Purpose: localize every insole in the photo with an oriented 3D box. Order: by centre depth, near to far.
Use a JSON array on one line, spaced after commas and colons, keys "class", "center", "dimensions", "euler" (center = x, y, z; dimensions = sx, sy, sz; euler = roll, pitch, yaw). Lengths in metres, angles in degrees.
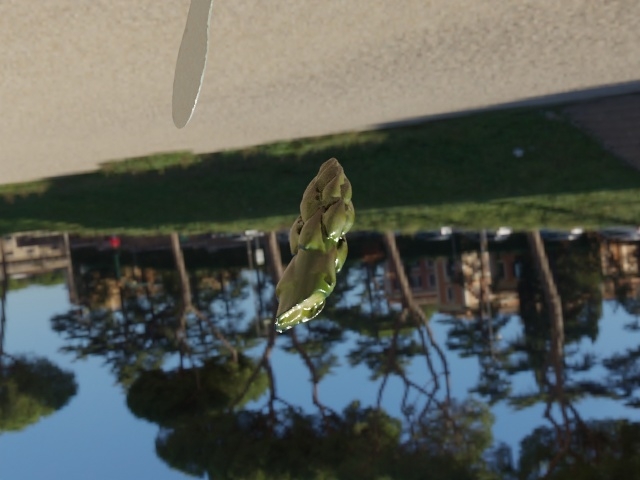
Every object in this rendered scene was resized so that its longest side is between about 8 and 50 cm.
[{"class": "insole", "center": [-0.120, -0.203, 0.887], "dimensions": [0.004, 0.197, 0.065], "euler": [12, 173, -33]}]

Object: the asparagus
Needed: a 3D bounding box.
[{"class": "asparagus", "center": [0.000, 0.000, 1.126], "dimensions": [0.080, 0.080, 0.287], "euler": [-5, -134, 15]}]
